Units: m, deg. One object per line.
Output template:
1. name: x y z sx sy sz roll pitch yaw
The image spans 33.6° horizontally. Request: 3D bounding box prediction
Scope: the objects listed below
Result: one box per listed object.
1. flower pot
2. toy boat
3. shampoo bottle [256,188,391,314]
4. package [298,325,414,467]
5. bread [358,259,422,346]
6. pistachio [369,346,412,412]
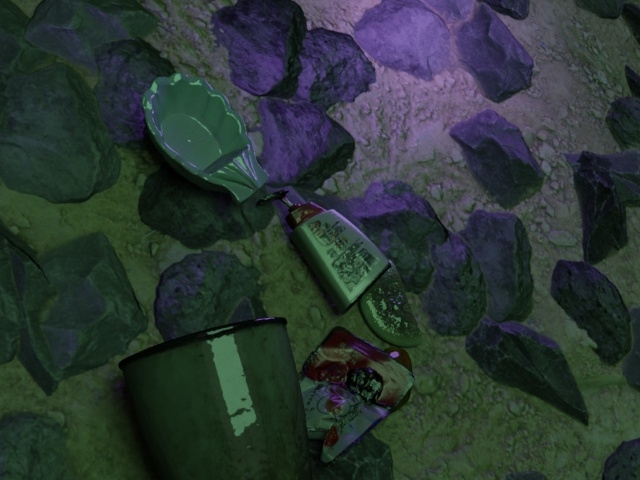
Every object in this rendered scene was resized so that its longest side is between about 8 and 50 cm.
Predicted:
1. flower pot: -0.161 0.320 1.769 0.293 0.293 0.330 -8 78 -32
2. toy boat: -0.236 -0.191 2.079 0.290 0.100 0.199 47 53 0
3. shampoo bottle: 0.000 0.000 2.136 0.284 0.071 0.153 45 62 8
4. package: 0.038 0.300 2.016 0.194 0.071 0.269 39 51 3
5. bread: 0.133 0.132 2.172 0.112 0.036 0.193 -10 72 -32
6. pistachio: 0.146 0.279 2.099 0.089 0.049 0.173 36 55 -10
